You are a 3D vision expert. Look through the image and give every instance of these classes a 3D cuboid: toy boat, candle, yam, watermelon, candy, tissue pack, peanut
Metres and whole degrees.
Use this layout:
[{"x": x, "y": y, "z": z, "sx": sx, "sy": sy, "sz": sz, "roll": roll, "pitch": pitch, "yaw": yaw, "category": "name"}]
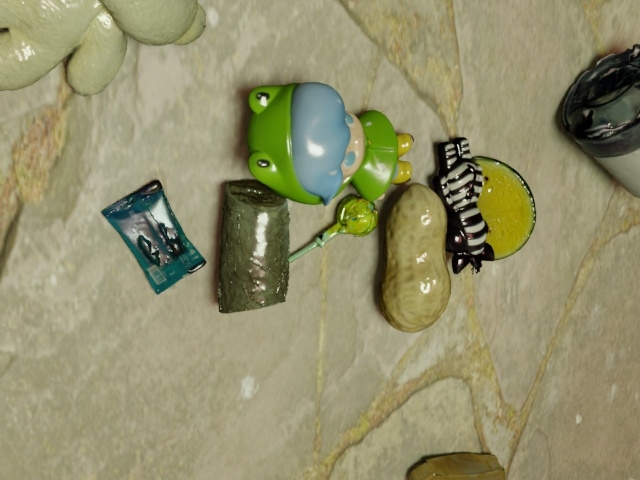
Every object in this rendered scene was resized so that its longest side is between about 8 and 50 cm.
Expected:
[{"x": 0.256, "y": 0.439, "z": 1.058, "sx": 0.205, "sy": 0.064, "sz": 0.072, "roll": 9, "pitch": 116, "yaw": -23, "category": "toy boat"}, {"x": 0.557, "y": -0.164, "z": 0.936, "sx": 0.330, "sy": 0.187, "sz": 0.188, "roll": 31, "pitch": 92, "yaw": -26, "category": "candle"}, {"x": -0.090, "y": 0.013, "z": 0.777, "sx": 0.107, "sy": 0.107, "sz": 0.183, "roll": -3, "pitch": 102, "yaw": -21, "category": "yam"}, {"x": 0.307, "y": -0.050, "z": 0.930, "sx": 0.091, "sy": 0.075, "sz": 0.182, "roll": -13, "pitch": 111, "yaw": -14, "category": "watermelon"}, {"x": 0.000, "y": 0.000, "z": 0.845, "sx": 0.193, "sy": 0.058, "sz": 0.062, "roll": -33, "pitch": 74, "yaw": -1, "category": "candy"}, {"x": -0.217, "y": -0.002, "z": 0.766, "sx": 0.085, "sy": 0.028, "sz": 0.138, "roll": -32, "pitch": 111, "yaw": -10, "category": "tissue pack"}, {"x": 0.146, "y": 0.030, "z": 0.865, "sx": 0.110, "sy": 0.120, "sz": 0.237, "roll": 8, "pitch": 112, "yaw": 16, "category": "peanut"}]

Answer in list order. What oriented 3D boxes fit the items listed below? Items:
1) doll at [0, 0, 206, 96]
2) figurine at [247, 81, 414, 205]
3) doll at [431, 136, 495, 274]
[{"x": -0.275, "y": -0.269, "z": 0.629, "sx": 0.277, "sy": 0.175, "sz": 0.150, "roll": -21, "pitch": 74, "yaw": -6, "category": "doll"}, {"x": 0.018, "y": -0.123, "z": 0.765, "sx": 0.263, "sy": 0.143, "sz": 0.162, "roll": 4, "pitch": 87, "yaw": -40, "category": "figurine"}, {"x": 0.221, "y": -0.050, "z": 0.902, "sx": 0.091, "sy": 0.067, "sz": 0.220, "roll": -20, "pitch": 106, "yaw": -26, "category": "doll"}]
